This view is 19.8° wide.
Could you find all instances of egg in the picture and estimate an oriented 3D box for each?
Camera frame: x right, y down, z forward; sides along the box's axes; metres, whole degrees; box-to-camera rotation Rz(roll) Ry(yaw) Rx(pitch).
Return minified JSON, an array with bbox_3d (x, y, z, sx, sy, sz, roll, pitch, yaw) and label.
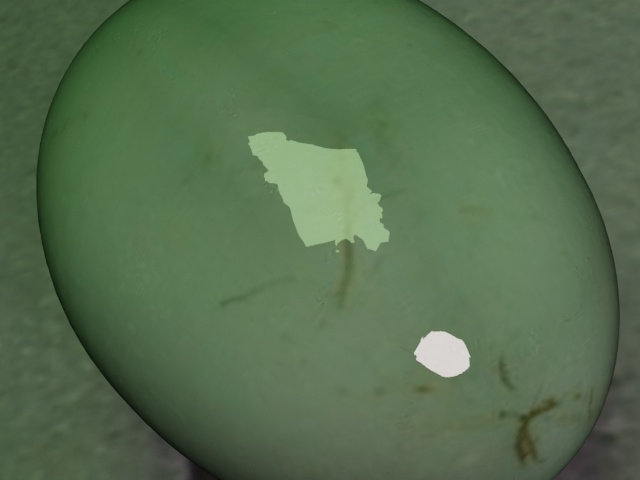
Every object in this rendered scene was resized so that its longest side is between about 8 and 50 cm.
[{"bbox_3d":[0.000,0.000,0.610,0.168,0.168,0.231,-35,53,-13],"label":"egg"}]
